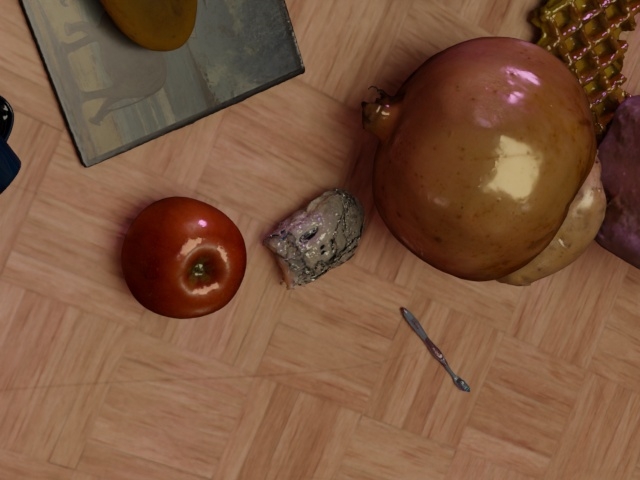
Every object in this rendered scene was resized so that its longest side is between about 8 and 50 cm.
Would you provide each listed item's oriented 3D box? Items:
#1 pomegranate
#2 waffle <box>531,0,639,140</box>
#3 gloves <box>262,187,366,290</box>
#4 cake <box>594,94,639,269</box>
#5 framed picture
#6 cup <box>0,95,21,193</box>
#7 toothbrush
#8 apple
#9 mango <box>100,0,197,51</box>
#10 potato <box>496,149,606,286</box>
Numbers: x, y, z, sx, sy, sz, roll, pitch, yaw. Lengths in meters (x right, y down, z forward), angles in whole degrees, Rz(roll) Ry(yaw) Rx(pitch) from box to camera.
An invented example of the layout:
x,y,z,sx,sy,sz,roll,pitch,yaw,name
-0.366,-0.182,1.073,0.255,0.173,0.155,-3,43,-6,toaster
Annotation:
x,y,z,sx,sy,sz,roll,pitch,yaw,name
0.202,-0.122,1.685,0.338,0.338,0.338,-7,103,-30,pomegranate
0.425,-0.301,1.914,0.259,0.069,0.293,1,102,-29,waffle
0.002,0.000,1.715,0.153,0.070,0.114,-36,115,-22,gloves
0.585,-0.067,1.933,0.309,0.230,0.237,10,114,-38,cake
-0.196,-0.277,1.576,0.347,0.016,0.265,-26,111,-25,framed picture
-0.416,-0.119,1.418,0.150,0.113,0.138,-44,120,-14,cup
0.176,0.169,1.885,0.013,0.019,0.193,-46,117,-15,toothbrush
-0.173,0.024,1.576,0.163,0.139,0.163,-7,103,-32,apple
-0.207,-0.321,1.496,0.137,0.098,0.195,-39,121,-23,mango
0.350,-0.033,1.866,0.128,0.161,0.235,18,92,-49,potato
